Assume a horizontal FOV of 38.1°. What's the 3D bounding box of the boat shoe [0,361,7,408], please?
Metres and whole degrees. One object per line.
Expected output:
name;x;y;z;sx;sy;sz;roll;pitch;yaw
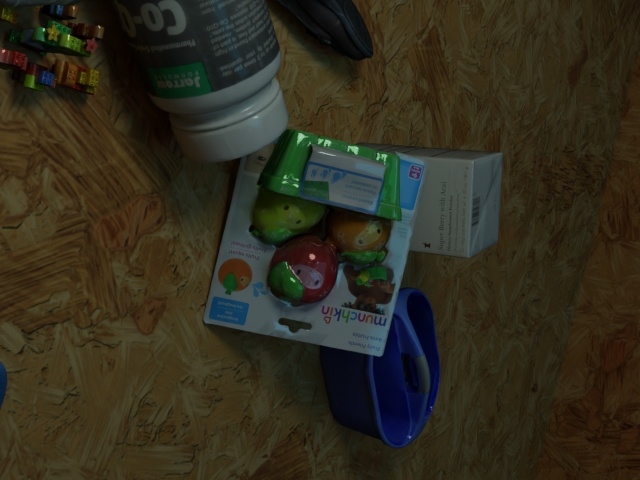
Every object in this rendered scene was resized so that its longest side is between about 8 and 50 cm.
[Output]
boat shoe;-0.464;0.263;1.127;0.109;0.089;0.258;61;44;-58

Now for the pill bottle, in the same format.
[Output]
pill bottle;-0.172;-0.305;1.293;0.204;0.204;0.361;-46;131;-38

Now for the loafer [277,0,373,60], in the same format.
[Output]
loafer;-0.005;-0.405;1.617;0.302;0.095;0.109;38;37;-55

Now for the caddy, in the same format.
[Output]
caddy;0.142;0.251;1.868;0.241;0.179;0.342;-37;126;-42

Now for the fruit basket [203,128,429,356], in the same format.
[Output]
fruit basket;0.000;0.000;1.548;0.326;0.165;0.353;13;88;-15

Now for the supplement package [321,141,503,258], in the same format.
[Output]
supplement package;0.168;-0.080;1.714;0.175;0.292;0.178;-20;114;-60

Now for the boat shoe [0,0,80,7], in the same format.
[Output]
boat shoe;-0.329;-0.430;1.059;0.103;0.118;0.321;-22;126;-47

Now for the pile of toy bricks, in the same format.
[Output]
pile of toy bricks;-0.330;-0.245;1.159;0.212;0.105;0.118;9;91;-60
